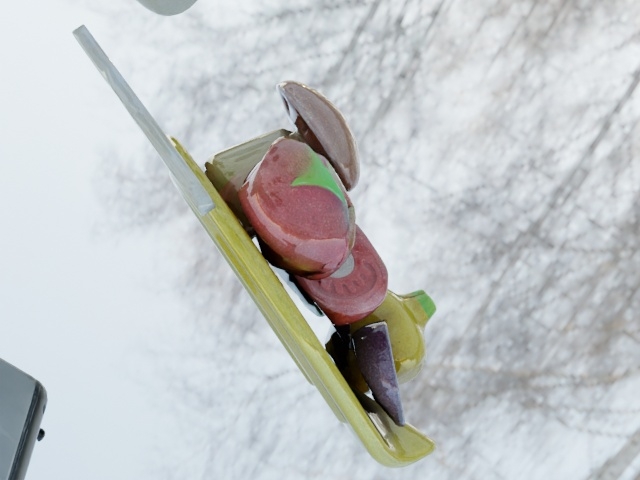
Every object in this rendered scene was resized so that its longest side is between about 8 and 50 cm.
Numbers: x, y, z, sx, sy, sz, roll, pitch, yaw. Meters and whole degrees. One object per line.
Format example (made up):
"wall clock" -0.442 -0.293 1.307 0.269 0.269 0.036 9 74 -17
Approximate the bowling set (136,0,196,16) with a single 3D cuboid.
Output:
"bowling set" -0.128 -0.226 0.622 0.154 0.200 0.287 49 -159 28

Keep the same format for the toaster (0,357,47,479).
"toaster" -0.203 0.131 0.575 0.110 0.168 0.186 39 -150 -23

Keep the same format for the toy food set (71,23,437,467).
"toy food set" 0.000 0.000 0.607 0.071 0.218 0.128 -35 -140 -4
